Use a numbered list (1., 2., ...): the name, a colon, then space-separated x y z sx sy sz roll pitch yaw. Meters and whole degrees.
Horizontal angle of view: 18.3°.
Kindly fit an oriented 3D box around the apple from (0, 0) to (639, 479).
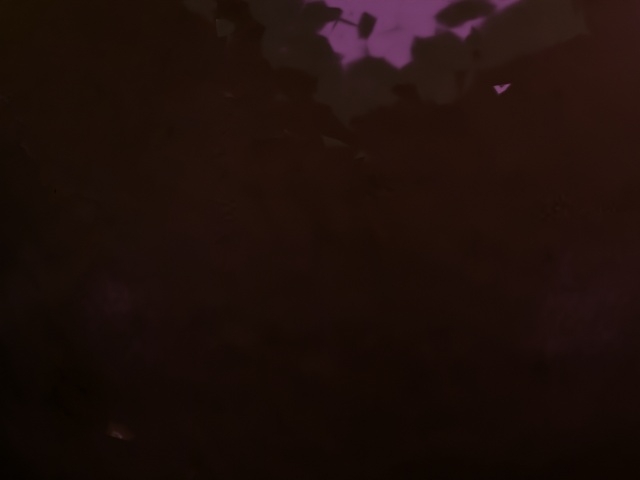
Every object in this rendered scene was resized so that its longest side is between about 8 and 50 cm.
1. apple: 0.000 0.000 0.574 0.254 0.292 0.292 -21 32 -27
